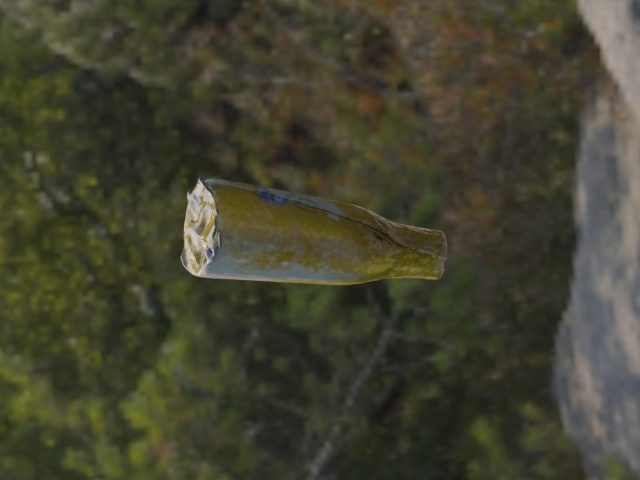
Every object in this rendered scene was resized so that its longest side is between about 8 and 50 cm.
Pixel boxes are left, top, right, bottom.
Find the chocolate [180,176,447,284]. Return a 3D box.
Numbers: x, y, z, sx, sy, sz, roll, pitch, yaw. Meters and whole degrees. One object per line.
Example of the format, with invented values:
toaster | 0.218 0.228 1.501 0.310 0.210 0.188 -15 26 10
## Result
chocolate | 0.000 0.000 1.479 0.085 0.219 0.086 -174 90 -66
